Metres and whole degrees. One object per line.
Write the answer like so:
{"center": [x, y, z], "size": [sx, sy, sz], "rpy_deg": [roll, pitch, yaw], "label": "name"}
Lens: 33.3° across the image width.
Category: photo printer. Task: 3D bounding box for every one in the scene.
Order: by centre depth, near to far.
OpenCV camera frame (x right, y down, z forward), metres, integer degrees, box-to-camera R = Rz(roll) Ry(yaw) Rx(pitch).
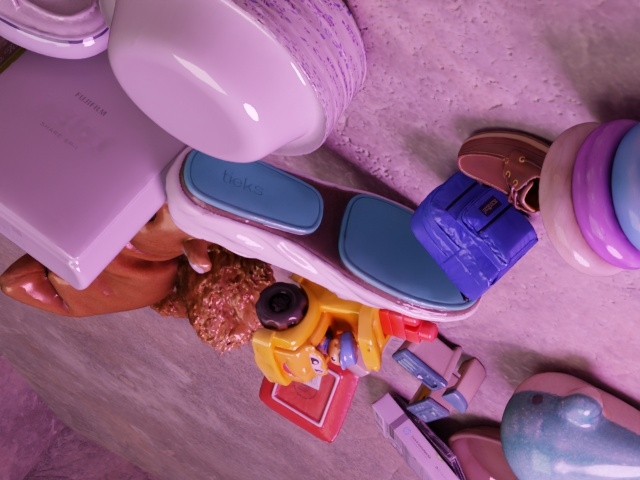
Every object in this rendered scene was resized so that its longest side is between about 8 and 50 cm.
{"center": [-0.282, -0.125, 1.293], "size": [0.256, 0.307, 0.107], "rpy_deg": [35, 155, 10], "label": "photo printer"}

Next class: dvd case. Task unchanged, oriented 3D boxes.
{"center": [0.201, 0.372, 1.825], "size": [0.164, 0.018, 0.221], "rpy_deg": [43, 165, 43], "label": "dvd case"}

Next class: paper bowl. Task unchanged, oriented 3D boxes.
{"center": [-0.106, -0.193, 1.117], "size": [0.284, 0.148, 0.284], "rpy_deg": [28, 160, 11], "label": "paper bowl"}

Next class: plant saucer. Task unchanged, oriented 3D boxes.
{"center": [0.330, 0.383, 1.714], "size": [0.277, 0.041, 0.278], "rpy_deg": [30, 155, 16], "label": "plant saucer"}

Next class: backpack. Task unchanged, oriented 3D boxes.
{"center": [0.168, -0.017, 1.162], "size": [0.120, 0.098, 0.101], "rpy_deg": [47, 147, 7], "label": "backpack"}

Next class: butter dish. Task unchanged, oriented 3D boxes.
{"center": [0.000, 0.227, 1.791], "size": [0.160, 0.118, 0.160], "rpy_deg": [28, 114, 22], "label": "butter dish"}

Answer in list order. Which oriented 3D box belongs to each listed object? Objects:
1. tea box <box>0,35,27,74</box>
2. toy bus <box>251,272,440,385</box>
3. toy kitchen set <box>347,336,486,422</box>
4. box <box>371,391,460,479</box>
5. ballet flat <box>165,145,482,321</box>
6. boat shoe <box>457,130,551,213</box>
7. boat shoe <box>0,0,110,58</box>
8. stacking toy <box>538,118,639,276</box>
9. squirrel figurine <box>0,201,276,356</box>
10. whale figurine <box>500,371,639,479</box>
{"center": [-0.536, -0.217, 1.439], "size": [0.220, 0.329, 0.323], "rpy_deg": [37, 156, 1], "label": "tea box"}
{"center": [0.044, 0.098, 1.387], "size": [0.211, 0.220, 0.149], "rpy_deg": [19, 152, 22], "label": "toy bus"}
{"center": [0.111, 0.193, 1.566], "size": [0.207, 0.122, 0.166], "rpy_deg": [39, 155, -5], "label": "toy kitchen set"}
{"center": [0.159, 0.352, 1.787], "size": [0.186, 0.038, 0.145], "rpy_deg": [51, 170, 22], "label": "box"}
{"center": [0.000, 0.000, 1.283], "size": [0.400, 0.139, 0.139], "rpy_deg": [22, 158, -12], "label": "ballet flat"}
{"center": [0.208, -0.062, 1.064], "size": [0.178, 0.060, 0.064], "rpy_deg": [18, 150, 35], "label": "boat shoe"}
{"center": [-0.379, -0.367, 1.233], "size": [0.367, 0.136, 0.156], "rpy_deg": [42, 154, 11], "label": "boat shoe"}
{"center": [0.339, -0.048, 0.845], "size": [0.330, 0.141, 0.141], "rpy_deg": [-7, 131, 52], "label": "stacking toy"}
{"center": [-0.212, -0.013, 1.538], "size": [0.397, 0.281, 0.370], "rpy_deg": [33, 149, -28], "label": "squirrel figurine"}
{"center": [0.355, 0.276, 1.371], "size": [0.272, 0.141, 0.216], "rpy_deg": [14, 147, 38], "label": "whale figurine"}
